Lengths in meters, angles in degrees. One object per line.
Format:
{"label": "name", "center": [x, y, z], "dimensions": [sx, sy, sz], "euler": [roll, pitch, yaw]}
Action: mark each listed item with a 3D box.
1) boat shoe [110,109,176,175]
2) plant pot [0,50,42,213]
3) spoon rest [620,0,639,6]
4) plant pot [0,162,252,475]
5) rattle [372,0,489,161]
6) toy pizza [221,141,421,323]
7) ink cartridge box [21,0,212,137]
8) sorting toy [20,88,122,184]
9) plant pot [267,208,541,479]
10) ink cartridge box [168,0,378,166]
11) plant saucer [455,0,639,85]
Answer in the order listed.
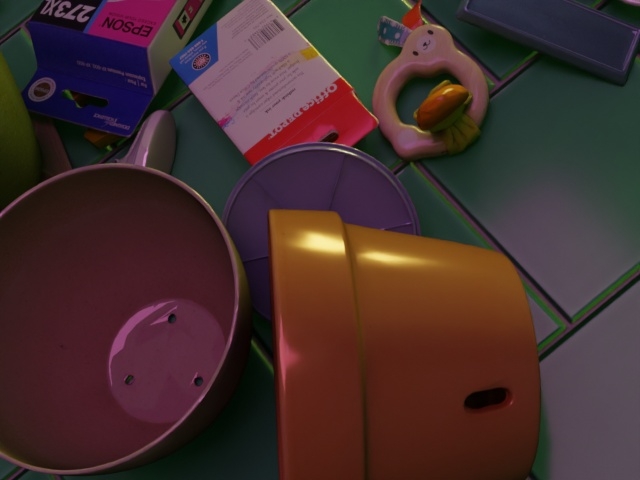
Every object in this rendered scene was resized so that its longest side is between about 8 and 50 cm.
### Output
{"label": "boat shoe", "center": [-0.214, -0.062, 1.047], "dimensions": [0.063, 0.066, 0.184], "euler": [11, 82, 18]}
{"label": "plant pot", "center": [-0.422, -0.131, 0.956], "dimensions": [0.274, 0.293, 0.275], "euler": [-7, 63, 14]}
{"label": "spoon rest", "center": [0.408, -0.343, 0.971], "dimensions": [0.276, 0.084, 0.137], "euler": [-30, 74, 1]}
{"label": "plant pot", "center": [-0.182, 0.093, 0.901], "dimensions": [0.284, 0.191, 0.284], "euler": [-5, 68, 14]}
{"label": "rattle", "center": [0.097, -0.193, 0.973], "dimensions": [0.130, 0.142, 0.200], "euler": [-15, 71, 29]}
{"label": "toy pizza", "center": [0.000, 0.000, 0.933], "dimensions": [0.201, 0.032, 0.201], "euler": [1, 105, 5]}
{"label": "ink cartridge box", "center": [-0.219, -0.302, 1.116], "dimensions": [0.175, 0.069, 0.371], "euler": [16, 69, 22]}
{"label": "sorting toy", "center": [-0.350, -0.080, 1.103], "dimensions": [0.307, 0.041, 0.229], "euler": [-29, 60, 2]}
{"label": "plant pot", "center": [0.061, 0.114, 0.799], "dimensions": [0.203, 0.291, 0.291], "euler": [-3, 67, -5]}
{"label": "ink cartridge box", "center": [-0.045, -0.148, 1.022], "dimensions": [0.134, 0.078, 0.231], "euler": [-38, 65, -1]}
{"label": "plant saucer", "center": [0.241, -0.228, 0.975], "dimensions": [0.192, 0.018, 0.067], "euler": [23, 84, 2]}
